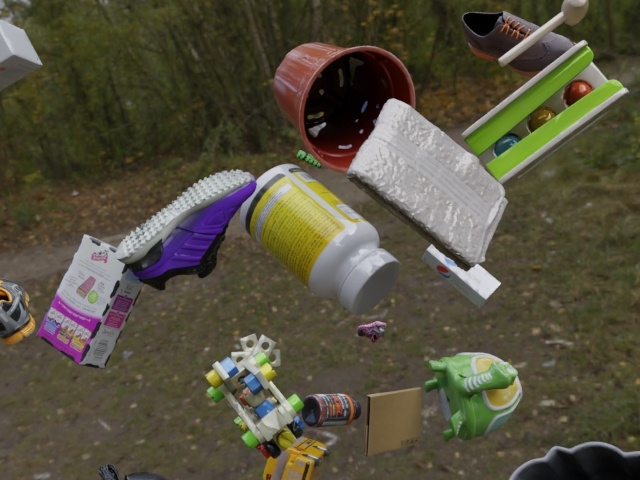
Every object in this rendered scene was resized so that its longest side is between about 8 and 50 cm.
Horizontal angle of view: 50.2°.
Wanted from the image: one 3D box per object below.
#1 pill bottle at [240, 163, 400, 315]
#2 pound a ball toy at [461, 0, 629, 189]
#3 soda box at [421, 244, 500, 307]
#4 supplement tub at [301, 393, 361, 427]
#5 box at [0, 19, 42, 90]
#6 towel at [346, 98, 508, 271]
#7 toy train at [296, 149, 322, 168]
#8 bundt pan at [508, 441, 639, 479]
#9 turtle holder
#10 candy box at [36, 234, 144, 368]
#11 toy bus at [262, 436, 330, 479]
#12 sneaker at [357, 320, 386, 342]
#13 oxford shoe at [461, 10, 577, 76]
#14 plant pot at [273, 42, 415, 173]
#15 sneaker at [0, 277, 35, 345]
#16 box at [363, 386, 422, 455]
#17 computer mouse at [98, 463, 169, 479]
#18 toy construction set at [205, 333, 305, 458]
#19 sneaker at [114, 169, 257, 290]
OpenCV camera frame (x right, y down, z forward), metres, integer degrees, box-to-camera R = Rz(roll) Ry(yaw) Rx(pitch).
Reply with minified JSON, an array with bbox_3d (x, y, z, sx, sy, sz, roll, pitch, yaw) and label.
[{"bbox_3d":[0.000,0.000,1.438,0.188,0.188,0.334,-24,54,-40],"label":"pill bottle"},{"bbox_3d":[0.410,-0.272,1.277,0.319,0.208,0.136,-38,-13,15],"label":"pound a ball toy"},{"bbox_3d":[0.393,0.086,1.918,0.074,0.216,0.069,-42,-17,-22],"label":"soda box"},{"bbox_3d":[0.041,0.553,2.230,0.198,0.106,0.106,10,-1,-41],"label":"supplement tub"},{"bbox_3d":[-0.704,-0.377,1.437,0.170,0.091,0.130,-28,2,5],"label":"box"},{"bbox_3d":[0.189,-0.094,1.156,0.049,0.282,0.187,-36,21,57],"label":"towel"},{"bbox_3d":[-0.027,-0.218,1.835,0.083,0.023,0.017,27,-10,21],"label":"toy train"},{"bbox_3d":[0.399,0.465,0.966,0.331,0.124,0.331,-24,42,24],"label":"bundt pan"},{"bbox_3d":[0.435,0.408,1.914,0.227,0.320,0.243,-12,37,-7],"label":"turtle holder"},{"bbox_3d":[-0.464,0.123,1.402,0.159,0.233,0.071,22,-5,33],"label":"candy box"},{"bbox_3d":[-0.058,0.579,1.756,0.130,0.108,0.332,17,-8,10],"label":"toy bus"},{"bbox_3d":[0.149,0.276,2.015,0.047,0.057,0.119,12,-23,-30],"label":"sneaker"},{"bbox_3d":[0.403,-0.411,1.409,0.271,0.097,0.098,27,-5,41],"label":"oxford shoe"},{"bbox_3d":[0.031,-0.323,1.544,0.272,0.272,0.265,-16,30,-18],"label":"plant pot"},{"bbox_3d":[-0.596,0.112,1.274,0.084,0.083,0.215,-40,39,-20],"label":"sneaker"},{"bbox_3d":[0.202,0.496,1.884,0.201,0.164,0.021,1,2,-38],"label":"box"},{"bbox_3d":[-0.354,0.564,1.478,0.060,0.262,0.184,-45,53,-8],"label":"computer mouse"},{"bbox_3d":[-0.123,0.288,1.281,0.151,0.215,0.328,-37,3,-1],"label":"toy construction set"},{"bbox_3d":[-0.229,-0.012,1.302,0.293,0.146,0.102,-35,29,-3],"label":"sneaker"}]
